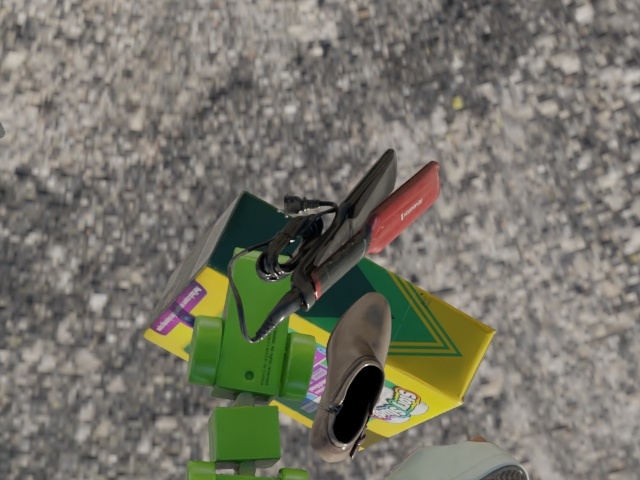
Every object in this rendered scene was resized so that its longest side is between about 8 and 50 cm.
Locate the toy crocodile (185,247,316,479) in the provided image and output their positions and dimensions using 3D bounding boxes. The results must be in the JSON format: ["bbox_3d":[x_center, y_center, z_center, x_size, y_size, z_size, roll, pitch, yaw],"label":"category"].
[{"bbox_3d":[-0.071,0.174,1.484,0.115,0.340,0.105,6,165,-9],"label":"toy crocodile"}]

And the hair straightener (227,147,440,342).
[{"bbox_3d":[0.000,0.000,1.242,0.089,0.230,0.047,20,138,29],"label":"hair straightener"}]

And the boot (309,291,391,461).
[{"bbox_3d":[0.025,0.084,1.009,0.042,0.087,0.118,19,79,-6],"label":"boot"}]

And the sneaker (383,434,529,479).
[{"bbox_3d":[0.102,0.326,1.948,0.290,0.123,0.106,-21,120,-16],"label":"sneaker"}]

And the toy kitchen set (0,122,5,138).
[{"bbox_3d":[-0.416,-0.154,1.467,0.122,0.166,0.207,-26,93,16],"label":"toy kitchen set"}]

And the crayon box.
[{"bbox_3d":[-0.016,0.106,1.837,0.313,0.106,0.363,28,159,-8],"label":"crayon box"}]
